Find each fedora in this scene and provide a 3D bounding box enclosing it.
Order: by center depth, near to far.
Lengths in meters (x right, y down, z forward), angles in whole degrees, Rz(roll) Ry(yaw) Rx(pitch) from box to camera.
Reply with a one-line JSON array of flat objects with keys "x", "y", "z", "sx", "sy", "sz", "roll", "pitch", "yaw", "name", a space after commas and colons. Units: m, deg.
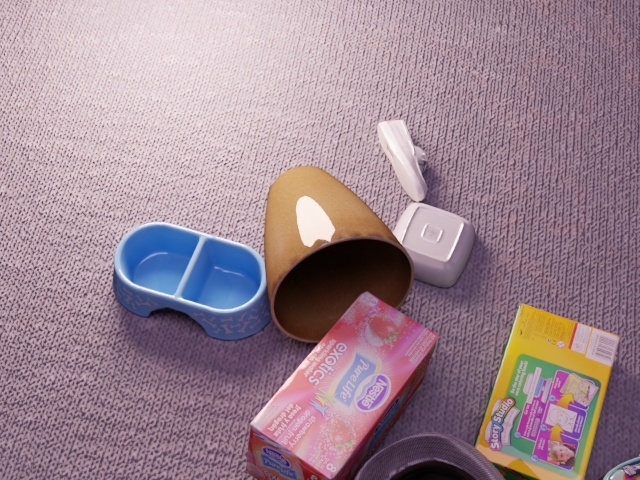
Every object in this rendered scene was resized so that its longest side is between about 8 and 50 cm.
[{"x": 0.163, "y": 0.423, "z": 1.298, "sx": 0.243, "sy": 0.124, "sz": 0.275, "roll": -31, "pitch": 70, "yaw": -15, "name": "fedora"}]

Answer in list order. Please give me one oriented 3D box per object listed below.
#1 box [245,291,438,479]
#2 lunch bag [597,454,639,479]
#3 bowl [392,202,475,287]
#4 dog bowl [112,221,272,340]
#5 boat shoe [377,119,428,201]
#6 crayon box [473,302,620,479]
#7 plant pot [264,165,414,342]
[{"x": 0.034, "y": 0.242, "z": 1.361, "sx": 0.142, "sy": 0.154, "sz": 0.300, "roll": 30, "pitch": 52, "yaw": 18, "name": "box"}, {"x": 0.532, "y": 0.427, "z": 1.301, "sx": 0.224, "sy": 0.108, "sz": 0.279, "roll": -15, "pitch": 60, "yaw": -8, "name": "lunch bag"}, {"x": 0.194, "y": 0.000, "z": 1.590, "sx": 0.142, "sy": 0.053, "sz": 0.142, "roll": 22, "pitch": 63, "yaw": 11, "name": "bowl"}, {"x": -0.217, "y": 0.061, "z": 1.547, "sx": 0.297, "sy": 0.074, "sz": 0.166, "roll": 15, "pitch": 61, "yaw": 10, "name": "dog bowl"}, {"x": 0.164, "y": -0.151, "z": 1.679, "sx": 0.063, "sy": 0.066, "sz": 0.184, "roll": -18, "pitch": 51, "yaw": -9, "name": "boat shoe"}, {"x": 0.348, "y": 0.253, "z": 1.422, "sx": 0.165, "sy": 0.081, "sz": 0.278, "roll": 19, "pitch": 62, "yaw": 12, "name": "crayon box"}, {"x": 0.000, "y": 0.000, "z": 1.515, "sx": 0.237, "sy": 0.237, "sz": 0.254, "roll": -16, "pitch": 45, "yaw": -9, "name": "plant pot"}]
